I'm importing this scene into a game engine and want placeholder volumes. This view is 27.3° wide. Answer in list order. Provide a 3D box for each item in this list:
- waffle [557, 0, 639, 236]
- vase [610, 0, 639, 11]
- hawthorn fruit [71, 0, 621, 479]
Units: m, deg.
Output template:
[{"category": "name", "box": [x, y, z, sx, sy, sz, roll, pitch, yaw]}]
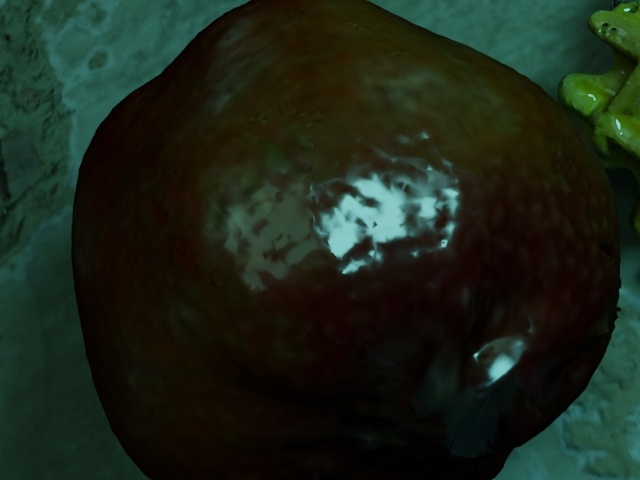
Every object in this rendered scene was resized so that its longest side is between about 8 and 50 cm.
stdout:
[{"category": "waffle", "box": [0.278, -0.097, 0.686, 0.301, 0.058, 0.281, -33, 76, 26]}, {"category": "vase", "box": [0.257, -0.132, 0.764, 0.167, 0.059, 0.059, 10, 73, 30]}, {"category": "hawthorn fruit", "box": [-0.003, 0.013, 0.709, 0.311, 0.295, 0.295, 25, 81, 39]}]
